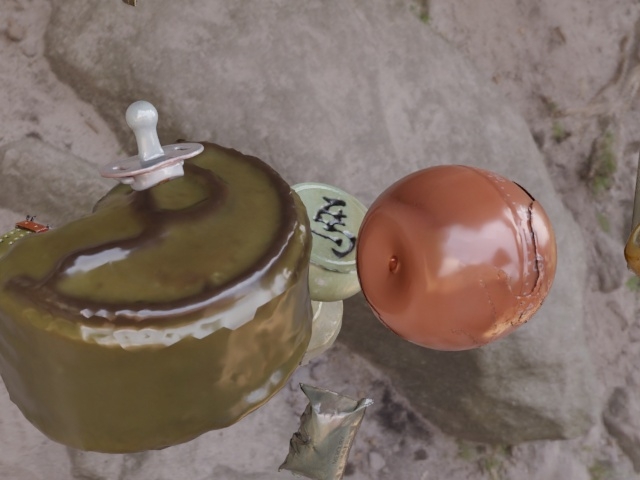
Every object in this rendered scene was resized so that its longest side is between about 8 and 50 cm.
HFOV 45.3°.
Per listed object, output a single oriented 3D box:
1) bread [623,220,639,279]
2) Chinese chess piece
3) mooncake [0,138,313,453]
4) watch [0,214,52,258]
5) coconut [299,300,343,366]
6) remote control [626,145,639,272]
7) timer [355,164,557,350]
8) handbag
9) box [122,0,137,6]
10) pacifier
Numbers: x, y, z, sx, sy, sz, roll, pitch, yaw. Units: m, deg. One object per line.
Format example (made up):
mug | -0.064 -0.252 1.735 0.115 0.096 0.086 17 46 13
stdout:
bread | 0.342 0.026 0.745 0.103 0.049 0.062 46 67 -20
Chinese chess piece | 0.000 0.000 1.494 0.250 0.101 0.250 15 45 -16
mooncake | -0.204 0.048 0.969 0.393 0.246 0.394 -5 36 -4
watch | -0.515 0.044 1.377 0.165 0.102 0.268 85 27 -42
coconut | -0.094 0.156 1.835 0.323 0.323 0.323 14 67 -35
remote control | 0.379 -0.059 0.831 0.087 0.029 0.190 -4 104 -26
timer | 0.165 0.021 0.942 0.214 0.229 0.230 -4 77 -32
handbag | 0.001 0.470 1.845 0.182 0.271 0.117 20 15 8
box | -0.250 -0.407 1.067 0.023 0.090 0.133 16 77 -10
pacifier | -0.160 -0.089 0.701 0.099 0.081 0.078 -27 117 -36
